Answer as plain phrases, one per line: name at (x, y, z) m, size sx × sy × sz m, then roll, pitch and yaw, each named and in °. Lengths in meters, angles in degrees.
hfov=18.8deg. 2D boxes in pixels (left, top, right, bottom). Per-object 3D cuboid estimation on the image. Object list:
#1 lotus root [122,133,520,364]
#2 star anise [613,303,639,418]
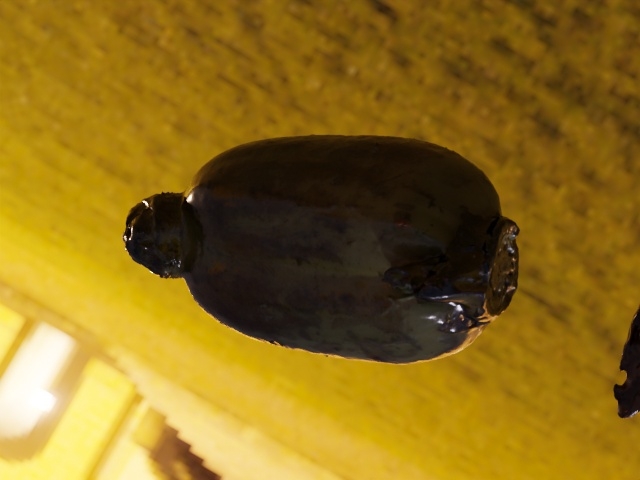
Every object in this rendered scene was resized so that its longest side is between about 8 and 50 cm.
lotus root at (0.000, 0.000, 1.467) m, size 0.309 × 0.173 × 0.173 m, roll 8°, pitch 167°, yaw 22°
star anise at (0.278, -0.031, 0.908) m, size 0.148 × 0.346 × 0.237 m, roll 35°, pitch 170°, yaw 2°
